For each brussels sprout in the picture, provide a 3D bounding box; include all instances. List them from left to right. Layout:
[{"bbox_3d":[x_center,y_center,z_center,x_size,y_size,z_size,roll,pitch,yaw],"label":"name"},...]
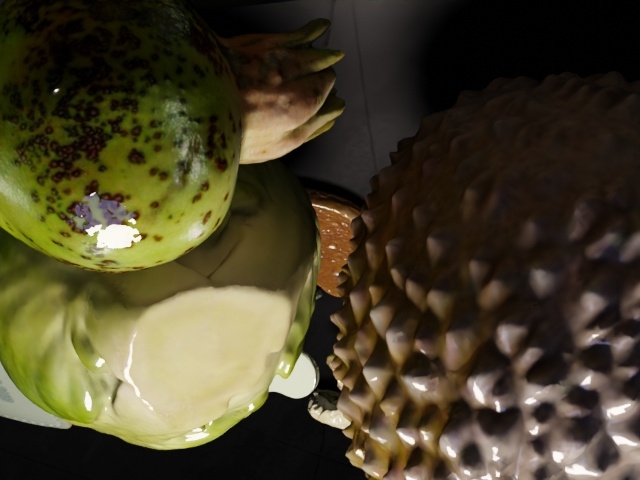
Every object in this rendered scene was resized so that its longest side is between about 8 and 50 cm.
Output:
[{"bbox_3d":[-0.139,0.027,1.445,0.281,0.289,0.355,33,-175,-26],"label":"brussels sprout"}]

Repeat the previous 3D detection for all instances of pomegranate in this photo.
[{"bbox_3d":[-0.124,-0.086,1.254,0.204,0.222,0.276,-26,164,38],"label":"pomegranate"}]

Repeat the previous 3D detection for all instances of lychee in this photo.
[{"bbox_3d":[0.185,0.055,1.334,0.380,0.432,0.380,33,154,18],"label":"lychee"}]

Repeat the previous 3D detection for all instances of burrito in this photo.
[{"bbox_3d":[0.097,0.182,1.904,0.229,0.058,0.063,2,144,15],"label":"burrito"}]

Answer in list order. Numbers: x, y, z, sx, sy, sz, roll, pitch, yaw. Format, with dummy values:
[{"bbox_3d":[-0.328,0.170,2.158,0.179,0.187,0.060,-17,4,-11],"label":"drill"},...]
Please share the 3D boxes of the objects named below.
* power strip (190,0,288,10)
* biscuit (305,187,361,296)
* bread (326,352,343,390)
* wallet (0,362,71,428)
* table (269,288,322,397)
[{"bbox_3d":[-0.020,-0.240,1.204,0.264,0.059,0.194,-3,152,19],"label":"power strip"},{"bbox_3d":[0.000,0.000,1.647,0.124,0.026,0.175,-6,146,27],"label":"biscuit"},{"bbox_3d":[0.119,0.203,1.790,0.178,0.135,0.240,-23,124,23],"label":"bread"},{"bbox_3d":[-0.429,0.103,1.861,0.360,0.083,0.252,12,154,15],"label":"wallet"},{"bbox_3d":[-0.106,0.098,1.729,0.198,0.167,0.166,-21,139,30],"label":"table"}]
